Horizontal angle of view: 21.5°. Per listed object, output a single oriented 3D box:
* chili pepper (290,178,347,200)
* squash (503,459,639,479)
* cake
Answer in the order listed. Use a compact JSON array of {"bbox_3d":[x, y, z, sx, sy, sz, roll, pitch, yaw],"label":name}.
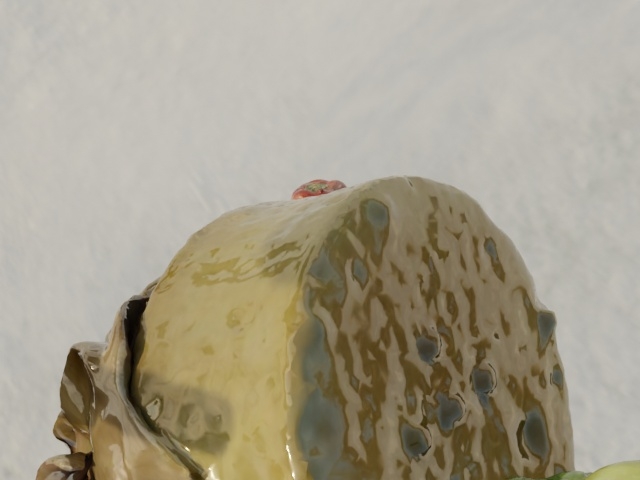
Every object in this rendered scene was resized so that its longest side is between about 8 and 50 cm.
[{"bbox_3d":[0.000,0.000,1.695,0.070,0.073,0.123,3,95,-5],"label":"chili pepper"},{"bbox_3d":[0.187,0.154,0.738,0.137,0.288,0.137,-45,148,-39],"label":"squash"},{"bbox_3d":[-0.034,0.133,1.146,0.332,0.321,0.332,20,65,-50],"label":"cake"}]
